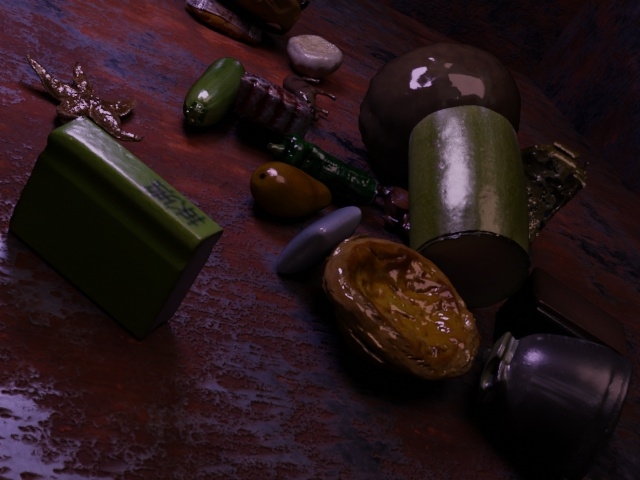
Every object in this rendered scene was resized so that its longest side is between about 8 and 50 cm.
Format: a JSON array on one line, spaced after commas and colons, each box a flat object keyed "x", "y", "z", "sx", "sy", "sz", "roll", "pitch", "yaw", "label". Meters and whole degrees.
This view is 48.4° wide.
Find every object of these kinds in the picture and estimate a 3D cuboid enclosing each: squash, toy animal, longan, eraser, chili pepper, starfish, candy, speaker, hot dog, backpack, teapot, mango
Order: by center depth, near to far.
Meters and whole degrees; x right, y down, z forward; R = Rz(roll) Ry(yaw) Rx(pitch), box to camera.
[{"x": -0.296, "y": -0.021, "z": 1.016, "sx": 0.274, "sy": 0.210, "sz": 0.092, "roll": 41, "pitch": 30, "yaw": 8, "label": "eraser"}, {"x": 0.414, "y": 0.252, "z": 1.296, "sx": 0.239, "sy": 0.239, "sz": 0.321, "roll": 26, "pitch": 32, "yaw": 14, "label": "teapot"}, {"x": 0.000, "y": 0.000, "z": 1.352, "sx": 0.071, "sy": 0.138, "sz": 0.174, "roll": 53, "pitch": 31, "yaw": 3, "label": "candy"}, {"x": -0.448, "y": -0.275, "z": 1.393, "sx": 0.277, "sy": 0.062, "sz": 0.235, "roll": 33, "pitch": 28, "yaw": 2, "label": "starfish"}, {"x": -0.062, "y": -0.104, "z": 1.489, "sx": 0.136, "sy": 0.099, "sz": 0.228, "roll": 44, "pitch": 22, "yaw": 27, "label": "mango"}, {"x": 0.519, "y": 0.201, "z": 1.548, "sx": 0.231, "sy": 0.153, "sz": 0.192, "roll": 33, "pitch": 30, "yaw": 0, "label": "speaker"}, {"x": 0.321, "y": -0.076, "z": 1.559, "sx": 0.263, "sy": 0.263, "sz": 0.384, "roll": 22, "pitch": 50, "yaw": -19, "label": "squash"}, {"x": -0.005, "y": -0.166, "z": 1.630, "sx": 0.271, "sy": 0.099, "sz": 0.136, "roll": 19, "pitch": 34, "yaw": -26, "label": "chili pepper"}, {"x": -0.240, "y": -0.352, "z": 1.670, "sx": 0.107, "sy": 0.107, "sz": 0.395, "roll": 29, "pitch": 28, "yaw": -8, "label": "squash"}, {"x": 0.179, "y": -0.076, "z": 1.704, "sx": 0.179, "sy": 0.089, "sz": 0.188, "roll": 23, "pitch": 31, "yaw": -10, "label": "toy animal"}, {"x": 0.325, "y": -0.321, "z": 1.879, "sx": 0.436, "sy": 0.404, "sz": 0.404, "roll": -8, "pitch": 47, "yaw": -30, "label": "longan"}, {"x": -0.046, "y": -0.387, "z": 1.950, "sx": 0.186, "sy": 0.093, "sz": 0.214, "roll": 7, "pitch": 31, "yaw": -46, "label": "toy animal"}, {"x": -0.284, "y": -0.665, "z": 2.142, "sx": 0.253, "sy": 0.069, "sz": 0.131, "roll": 22, "pitch": 22, "yaw": -26, "label": "hot dog"}, {"x": -0.227, "y": -0.793, "z": 2.164, "sx": 0.378, "sy": 0.201, "sz": 0.353, "roll": 28, "pitch": -3, "yaw": 9, "label": "backpack"}]

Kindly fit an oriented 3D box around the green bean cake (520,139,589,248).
[{"x": 0.548, "y": -0.121, "z": 1.901, "sx": 0.202, "sy": 0.310, "sz": 0.285, "roll": 39, "pitch": 27, "yaw": 5, "label": "green bean cake"}]

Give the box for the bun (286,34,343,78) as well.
[{"x": -0.024, "y": -0.559, "z": 2.199, "sx": 0.184, "sy": 0.102, "sz": 0.183, "roll": 14, "pitch": 37, "yaw": -11, "label": "bun"}]

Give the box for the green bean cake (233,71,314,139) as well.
[{"x": -0.126, "y": -0.327, "z": 1.697, "sx": 0.199, "sy": 0.097, "sz": 0.232, "roll": 24, "pitch": 12, "yaw": -19, "label": "green bean cake"}]

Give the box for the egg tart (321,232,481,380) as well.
[{"x": 0.133, "y": 0.136, "z": 1.289, "sx": 0.341, "sy": 0.129, "sz": 0.341, "roll": 26, "pitch": 30, "yaw": -17, "label": "egg tart"}]
